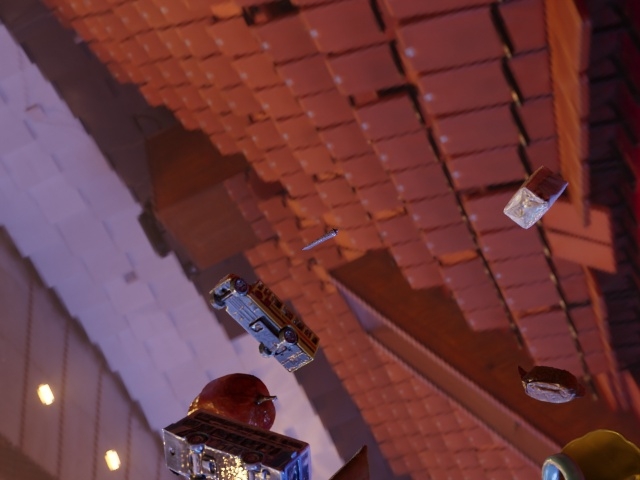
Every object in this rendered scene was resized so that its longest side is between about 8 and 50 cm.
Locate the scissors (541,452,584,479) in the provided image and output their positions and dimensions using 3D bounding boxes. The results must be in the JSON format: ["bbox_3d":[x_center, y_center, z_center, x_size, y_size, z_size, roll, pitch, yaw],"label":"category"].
[{"bbox_3d":[0.344,0.497,1.243,0.192,0.029,0.447,-115,16,-65],"label":"scissors"}]

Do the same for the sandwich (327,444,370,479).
[{"bbox_3d":[0.053,0.647,2.421,0.096,0.258,0.094,51,151,2],"label":"sandwich"}]

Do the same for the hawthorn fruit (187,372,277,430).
[{"bbox_3d":[-0.202,0.418,2.307,0.205,0.253,0.205,34,-143,-30],"label":"hawthorn fruit"}]

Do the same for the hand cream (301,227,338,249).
[{"bbox_3d":[0.000,0.000,2.109,0.019,0.093,0.030,60,-167,7],"label":"hand cream"}]

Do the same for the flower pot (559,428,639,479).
[{"bbox_3d":[0.567,0.486,1.794,0.179,0.195,0.195,40,-158,-37],"label":"flower pot"}]

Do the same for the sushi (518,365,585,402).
[{"bbox_3d":[0.412,0.254,1.682,0.055,0.120,0.052,-50,-51,-45],"label":"sushi"}]

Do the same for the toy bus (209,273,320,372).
[{"bbox_3d":[-0.154,0.220,2.640,0.335,0.121,0.123,46,-140,-12],"label":"toy bus"}]

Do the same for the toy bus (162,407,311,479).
[{"bbox_3d":[-0.164,0.422,1.819,0.131,0.297,0.106,-28,-59,-52],"label":"toy bus"}]

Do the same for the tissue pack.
[{"bbox_3d":[0.356,-0.072,1.550,0.058,0.074,0.094,41,-136,8],"label":"tissue pack"}]
